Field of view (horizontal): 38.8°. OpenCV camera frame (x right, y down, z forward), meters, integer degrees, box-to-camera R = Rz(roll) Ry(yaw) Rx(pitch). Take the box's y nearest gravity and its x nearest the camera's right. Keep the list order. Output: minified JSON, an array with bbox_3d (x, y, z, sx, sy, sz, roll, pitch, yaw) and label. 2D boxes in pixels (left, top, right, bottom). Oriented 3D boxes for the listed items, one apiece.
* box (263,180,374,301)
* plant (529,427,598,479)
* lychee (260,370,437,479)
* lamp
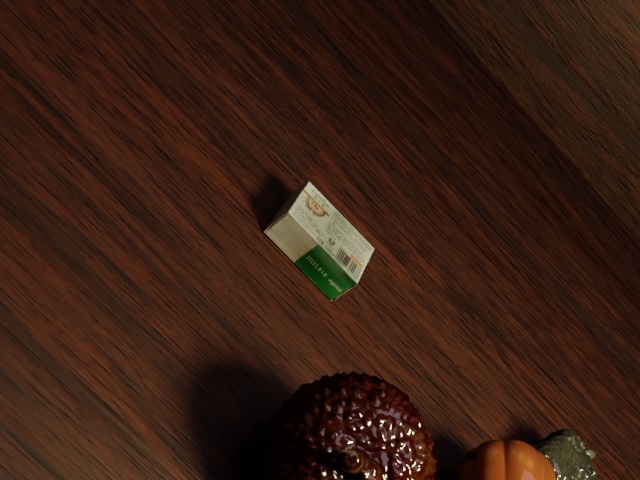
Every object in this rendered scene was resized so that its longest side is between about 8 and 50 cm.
[{"bbox_3d":[0.000,0.000,1.762,0.199,0.081,0.135,48,34,-11],"label":"box"},{"bbox_3d":[0.492,0.466,1.884,0.194,0.132,0.129,-8,69,-47],"label":"plant"},{"bbox_3d":[0.041,0.325,1.352,0.264,0.264,0.300,59,-4,9],"label":"lychee"},{"bbox_3d":[0.340,0.463,1.661,0.187,0.187,0.164,37,39,-22],"label":"lamp"}]
